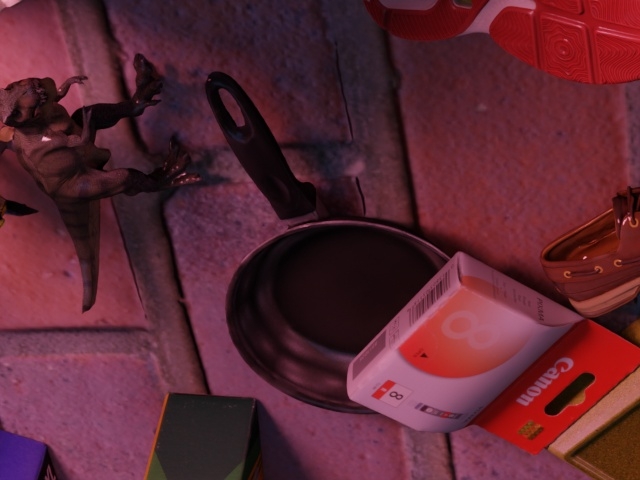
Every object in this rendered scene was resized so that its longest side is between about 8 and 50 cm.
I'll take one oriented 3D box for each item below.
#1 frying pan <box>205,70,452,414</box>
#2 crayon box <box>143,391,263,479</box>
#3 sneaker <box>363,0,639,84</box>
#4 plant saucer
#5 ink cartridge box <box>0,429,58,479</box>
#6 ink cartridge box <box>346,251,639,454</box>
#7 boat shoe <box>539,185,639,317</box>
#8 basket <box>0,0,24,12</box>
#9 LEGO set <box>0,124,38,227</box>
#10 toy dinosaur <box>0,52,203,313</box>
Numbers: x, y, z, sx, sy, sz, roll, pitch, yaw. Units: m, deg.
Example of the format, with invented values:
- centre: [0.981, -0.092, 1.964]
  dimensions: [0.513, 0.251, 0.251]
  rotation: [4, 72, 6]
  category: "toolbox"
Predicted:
- centre: [-0.019, 0.016, 1.287]
  dimensions: [0.326, 0.053, 0.197]
  rotation: [40, 125, -23]
  category: "frying pan"
- centre: [-0.104, 0.306, 1.373]
  dimensions: [0.083, 0.323, 0.203]
  rotation: [3, 131, 8]
  category: "crayon box"
- centre: [0.140, -0.168, 1.036]
  dimensions: [0.221, 0.128, 0.087]
  rotation: [20, 138, 34]
  category: "sneaker"
- centre: [0.280, 0.152, 1.356]
  dimensions: [0.188, 0.045, 0.188]
  rotation: [32, 128, -17]
  category: "plant saucer"
- centre: [-0.262, 0.307, 1.501]
  dimensions: [0.069, 0.176, 0.371]
  rotation: [-3, 130, 12]
  category: "ink cartridge box"
- centre: [0.131, 0.101, 1.291]
  dimensions: [0.179, 0.045, 0.145]
  rotation: [29, 127, -18]
  category: "ink cartridge box"
- centre: [0.230, -0.008, 1.215]
  dimensions: [0.060, 0.064, 0.178]
  rotation: [38, 129, -23]
  category: "boat shoe"
- centre: [-0.269, -0.272, 0.870]
  dimensions: [0.266, 0.331, 0.328]
  rotation: [-25, 119, 13]
  category: "basket"
- centre: [-0.377, -0.008, 1.194]
  dimensions: [0.331, 0.255, 0.192]
  rotation: [13, 154, -1]
  category: "LEGO set"
- centre: [-0.154, -0.056, 1.222]
  dimensions: [0.118, 0.064, 0.268]
  rotation: [-31, 147, -12]
  category: "toy dinosaur"
